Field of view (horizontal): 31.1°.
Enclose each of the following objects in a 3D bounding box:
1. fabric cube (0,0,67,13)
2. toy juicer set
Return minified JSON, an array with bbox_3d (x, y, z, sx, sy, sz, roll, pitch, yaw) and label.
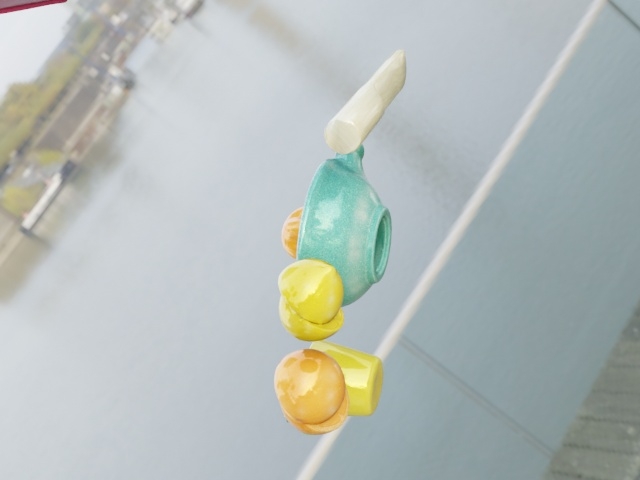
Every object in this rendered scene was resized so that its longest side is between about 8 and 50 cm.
[{"bbox_3d":[-0.381,-0.369,1.115,0.254,0.259,0.258,-16,-1,-19],"label":"fabric cube"},{"bbox_3d":[0.000,0.000,0.937,0.209,0.090,0.329,-15,-68,-73],"label":"toy juicer set"}]
